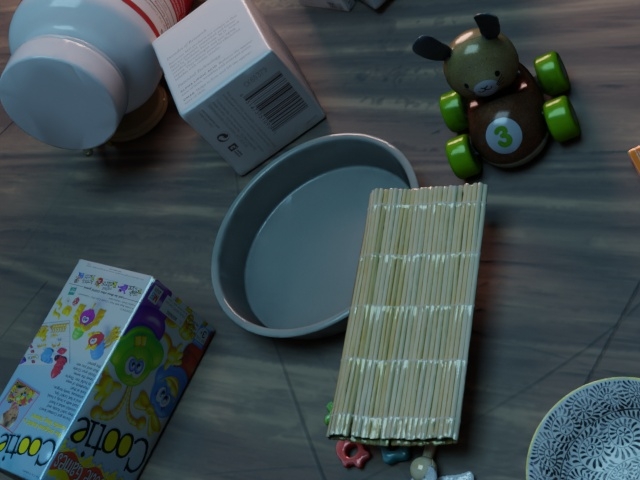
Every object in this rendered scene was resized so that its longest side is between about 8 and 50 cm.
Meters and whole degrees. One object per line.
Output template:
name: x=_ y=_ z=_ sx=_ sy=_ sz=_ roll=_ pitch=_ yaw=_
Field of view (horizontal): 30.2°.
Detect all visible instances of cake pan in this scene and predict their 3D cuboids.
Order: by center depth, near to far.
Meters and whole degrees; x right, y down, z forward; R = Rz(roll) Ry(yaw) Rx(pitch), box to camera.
cake pan: x=0.000 y=0.000 z=1.471 sx=0.293 sy=0.054 sz=0.293 roll=-18 pitch=50 yaw=23

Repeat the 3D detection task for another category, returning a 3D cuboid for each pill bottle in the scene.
pill bottle: x=-0.324 y=-0.334 z=1.771 sx=0.229 sy=0.229 sz=0.408 roll=-12 pitch=42 yaw=27

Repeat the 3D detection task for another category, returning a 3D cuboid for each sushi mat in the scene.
sushi mat: x=0.098 y=0.075 z=1.305 sx=0.151 sy=0.019 sz=0.317 roll=-4 pitch=58 yaw=25

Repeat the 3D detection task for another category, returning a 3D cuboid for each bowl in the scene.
bowl: x=0.284 y=0.220 z=1.098 sx=0.170 sy=0.080 sz=0.170 roll=-19 pitch=50 yaw=23

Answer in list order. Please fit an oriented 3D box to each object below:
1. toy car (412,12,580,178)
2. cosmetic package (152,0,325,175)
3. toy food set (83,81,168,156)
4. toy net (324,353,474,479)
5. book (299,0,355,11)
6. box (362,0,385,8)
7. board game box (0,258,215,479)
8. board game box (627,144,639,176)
toy car: x=0.192 y=-0.187 z=1.381 sx=0.155 sy=0.188 sz=0.149 roll=-20 pitch=49 yaw=21
cosmetic package: x=-0.115 y=-0.224 z=1.644 sx=0.151 sy=0.151 sz=0.184 roll=-35 pitch=45 yaw=9
toy food set: x=-0.291 y=-0.199 z=1.833 sx=0.192 sy=0.038 sz=0.132 roll=-29 pitch=51 yaw=-2
toy net: x=0.079 y=0.225 z=1.259 sx=0.122 sy=0.045 sz=0.232 roll=-36 pitch=46 yaw=6
book: x=-0.022 y=-0.387 z=1.704 sx=0.096 sy=0.144 sz=0.035 roll=19 pitch=71 yaw=41
box: x=0.030 y=-0.522 z=1.746 sx=0.215 sy=0.168 sz=0.345 roll=-45 pitch=44 yaw=-2
board game box: x=-0.277 y=0.184 z=1.462 sx=0.144 sy=0.142 sz=0.275 roll=11 pitch=65 yaw=39
board game box: x=0.433 y=-0.023 z=1.212 sx=0.145 sy=0.027 sz=0.281 roll=-27 pitch=47 yaw=13
